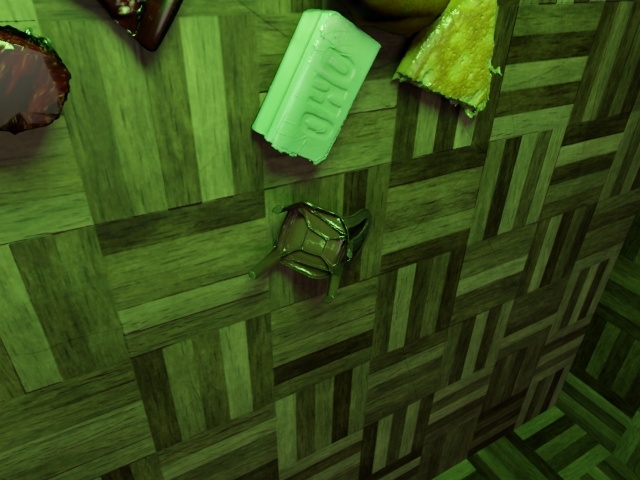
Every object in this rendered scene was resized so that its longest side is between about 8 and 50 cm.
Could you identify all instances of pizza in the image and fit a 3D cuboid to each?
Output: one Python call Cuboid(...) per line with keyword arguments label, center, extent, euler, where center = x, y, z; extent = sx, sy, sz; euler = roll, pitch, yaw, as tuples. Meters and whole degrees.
Cuboid(label="pizza", center=(0.302, -0.383, 1.030), extent=(0.279, 0.075, 0.288), euler=(-40, 134, 0))

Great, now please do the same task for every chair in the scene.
Cuboid(label="chair", center=(0.000, 0.000, 1.039), extent=(0.326, 0.183, 0.176), euler=(-45, 160, -72))

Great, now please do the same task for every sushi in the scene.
Cuboid(label="sushi", center=(-0.457, -0.226, 0.593), extent=(0.225, 0.126, 0.137), euler=(5, 113, -42))

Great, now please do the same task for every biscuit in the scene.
Cuboid(label="biscuit", center=(-0.300, -0.394, 0.626), extent=(0.235, 0.063, 0.151), euler=(28, 100, -38))

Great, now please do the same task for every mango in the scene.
Cuboid(label="mango", center=(0.117, -0.467, 0.793), extent=(0.286, 0.152, 0.202), euler=(3, 111, -35))

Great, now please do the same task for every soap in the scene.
Cuboid(label="soap", center=(-0.010, -0.286, 0.865), extent=(0.150, 0.094, 0.262), euler=(16, 108, -38))
